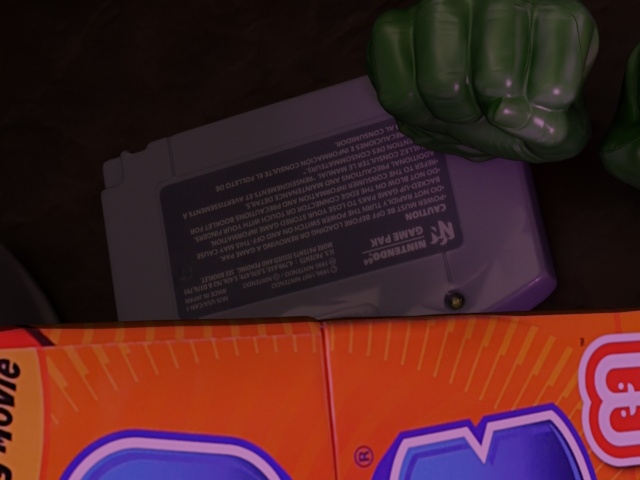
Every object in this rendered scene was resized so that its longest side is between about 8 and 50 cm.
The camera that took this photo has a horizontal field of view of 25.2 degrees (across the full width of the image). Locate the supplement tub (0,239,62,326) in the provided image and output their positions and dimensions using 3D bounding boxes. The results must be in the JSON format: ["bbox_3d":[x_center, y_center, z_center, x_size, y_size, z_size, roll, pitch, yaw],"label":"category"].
[{"bbox_3d":[-0.340,0.124,0.969,0.316,0.193,0.193,-33,68,10],"label":"supplement tub"}]

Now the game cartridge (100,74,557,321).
[{"bbox_3d":[0.000,0.000,0.953,0.294,0.060,0.196,-15,69,16],"label":"game cartridge"}]

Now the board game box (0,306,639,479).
[{"bbox_3d":[-0.061,0.228,0.651,0.356,0.356,0.356,-1,82,-26],"label":"board game box"}]

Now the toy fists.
[{"bbox_3d":[0.162,-0.081,0.827,0.279,0.142,0.096,13,74,7],"label":"toy fists"}]
